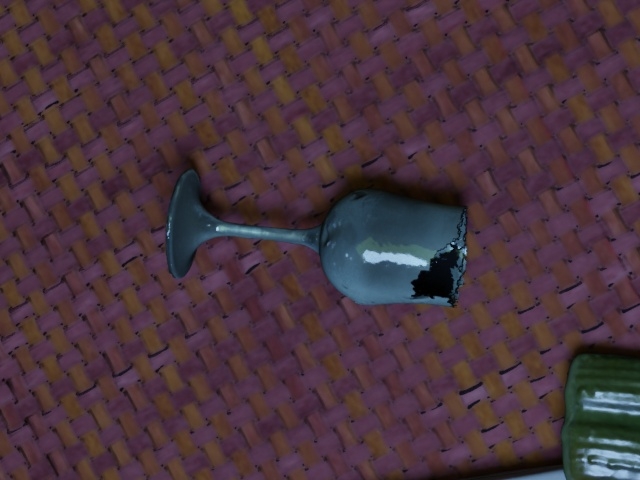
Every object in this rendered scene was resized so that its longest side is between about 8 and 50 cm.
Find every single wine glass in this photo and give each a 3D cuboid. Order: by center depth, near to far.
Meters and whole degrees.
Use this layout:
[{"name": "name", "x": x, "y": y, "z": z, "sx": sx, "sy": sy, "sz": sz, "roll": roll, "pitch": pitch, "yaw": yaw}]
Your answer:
[{"name": "wine glass", "x": 0.000, "y": 0.000, "z": 0.954, "sx": 0.196, "sy": 0.079, "sz": 0.079, "roll": 6, "pitch": 97, "yaw": 11}]

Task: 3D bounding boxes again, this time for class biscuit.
[{"name": "biscuit", "x": 0.319, "y": 0.132, "z": 0.918, "sx": 0.323, "sy": 0.038, "sz": 0.099, "roll": 5, "pitch": 77, "yaw": 8}]

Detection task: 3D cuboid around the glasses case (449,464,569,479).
[{"name": "glasses case", "x": 0.102, "y": 0.201, "z": 0.971, "sx": 0.197, "sy": 0.049, "sz": 0.076, "roll": -12, "pitch": 89, "yaw": 12}]
